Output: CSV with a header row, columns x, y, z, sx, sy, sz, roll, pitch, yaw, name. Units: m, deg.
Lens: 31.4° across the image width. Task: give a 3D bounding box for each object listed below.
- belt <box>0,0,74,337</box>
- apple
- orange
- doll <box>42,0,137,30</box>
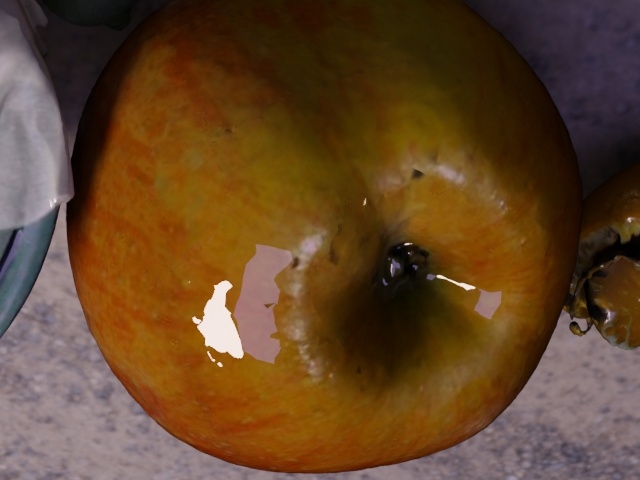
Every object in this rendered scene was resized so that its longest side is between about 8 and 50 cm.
x,y,z,sx,sy,sz,roll,pitch,yaw,name
-0.337,-0.025,0.533,0.436,0.173,0.300,-18,103,-15,belt
0.000,0.000,0.628,0.301,0.301,0.301,0,128,0,apple
0.225,0.005,0.728,0.160,0.112,0.170,-20,158,9,orange
-0.165,-0.173,0.619,0.150,0.078,0.115,20,170,-8,doll
